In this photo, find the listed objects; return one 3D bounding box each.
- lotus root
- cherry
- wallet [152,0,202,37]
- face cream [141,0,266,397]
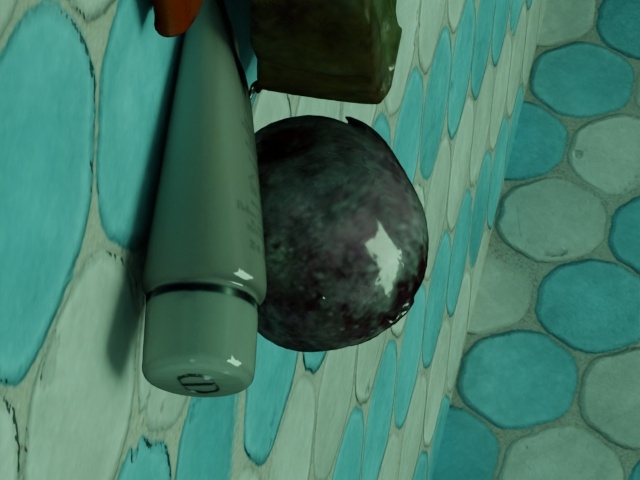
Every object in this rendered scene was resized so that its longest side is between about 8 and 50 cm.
[{"bbox_3d":[0.010,-0.285,1.469,0.390,0.111,0.374,-72,161,-70],"label":"lotus root"},{"bbox_3d":[-0.004,-0.007,1.534,0.195,0.195,0.195,9,90,-79],"label":"cherry"},{"bbox_3d":[-0.090,-0.249,1.230,0.204,0.045,0.142,83,19,-55],"label":"wallet"},{"bbox_3d":[-0.078,-0.043,1.376,0.143,0.089,0.314,68,24,-65],"label":"face cream"}]
